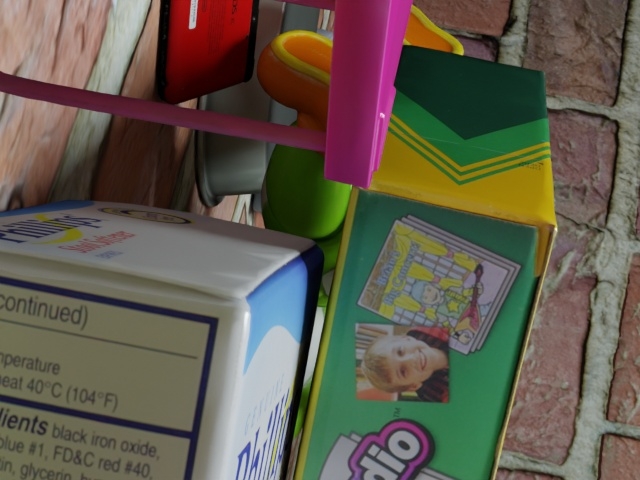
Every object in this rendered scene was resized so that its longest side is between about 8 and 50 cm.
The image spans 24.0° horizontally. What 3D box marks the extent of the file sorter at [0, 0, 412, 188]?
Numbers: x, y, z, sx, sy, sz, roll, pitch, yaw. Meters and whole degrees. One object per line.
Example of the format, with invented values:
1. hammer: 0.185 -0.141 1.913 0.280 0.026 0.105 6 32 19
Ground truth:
1. file sorter: -0.033 -0.208 0.564 0.202 0.182 0.291 93 9 -61

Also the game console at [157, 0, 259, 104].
1. game console: -0.084 -0.181 1.017 0.124 0.085 0.144 -25 132 -45

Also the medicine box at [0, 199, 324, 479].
1. medicine box: -0.104 0.137 0.664 0.263 0.149 0.289 -38 139 -83

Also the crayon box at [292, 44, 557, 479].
1. crayon box: 0.048 0.099 0.876 0.313 0.106 0.363 -72 173 -70

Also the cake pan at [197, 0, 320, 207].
1. cake pan: -0.044 -0.168 1.265 0.293 0.054 0.293 11 90 -85

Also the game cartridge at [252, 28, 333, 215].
1. game cartridge: -0.019 -0.134 1.647 0.294 0.060 0.196 -49 145 -80

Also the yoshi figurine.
1. yoshi figurine: -0.025 -0.011 1.148 0.203 0.203 0.362 -97 -162 -53
